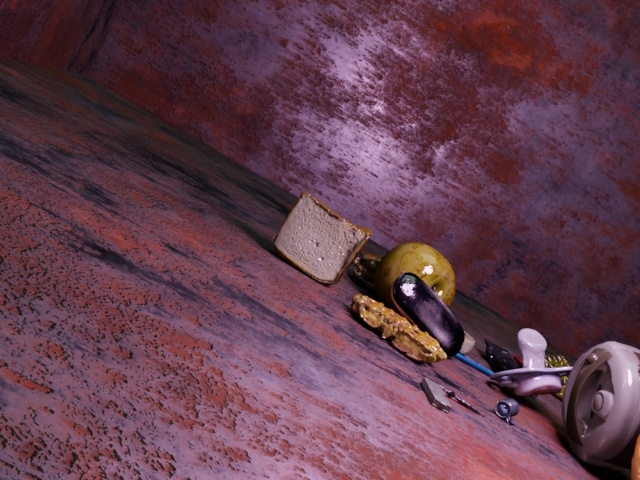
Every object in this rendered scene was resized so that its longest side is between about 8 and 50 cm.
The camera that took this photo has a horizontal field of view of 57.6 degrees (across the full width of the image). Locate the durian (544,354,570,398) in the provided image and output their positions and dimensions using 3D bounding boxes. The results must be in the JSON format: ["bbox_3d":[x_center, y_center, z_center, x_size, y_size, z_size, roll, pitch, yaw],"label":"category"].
[{"bbox_3d":[0.925,0.551,2.333,0.355,0.157,0.170,-34,101,-80],"label":"durian"}]

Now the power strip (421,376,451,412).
[{"bbox_3d":[0.272,0.362,1.378,0.051,0.019,0.136,28,9,-9],"label":"power strip"}]

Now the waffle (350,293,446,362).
[{"bbox_3d":[0.216,0.253,1.664,0.283,0.065,0.309,29,5,-27],"label":"waffle"}]

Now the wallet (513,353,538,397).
[{"bbox_3d":[0.724,0.474,2.052,0.196,0.020,0.103,-31,102,-83],"label":"wallet"}]

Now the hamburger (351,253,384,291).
[{"bbox_3d":[0.194,0.110,2.155,0.184,0.131,0.159,28,5,7],"label":"hamburger"}]

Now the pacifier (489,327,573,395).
[{"bbox_3d":[0.655,0.377,1.819,0.278,0.207,0.227,2,-18,-15],"label":"pacifier"}]

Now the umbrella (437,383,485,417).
[{"bbox_3d":[0.347,0.396,1.445,0.148,0.022,0.022,30,51,-3],"label":"umbrella"}]

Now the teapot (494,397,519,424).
[{"bbox_3d":[0.498,0.456,1.553,0.049,0.064,0.083,-2,-9,35],"label":"teapot"}]

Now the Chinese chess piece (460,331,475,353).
[{"bbox_3d":[0.472,0.338,2.043,0.144,0.058,0.144,29,10,-5],"label":"Chinese chess piece"}]

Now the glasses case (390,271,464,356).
[{"bbox_3d":[0.334,0.231,1.801,0.314,0.122,0.075,47,-29,-13],"label":"glasses case"}]

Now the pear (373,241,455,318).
[{"bbox_3d":[0.318,0.142,1.977,0.283,0.284,0.283,30,9,-5],"label":"pear"}]

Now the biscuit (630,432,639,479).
[{"bbox_3d":[0.857,0.604,1.393,0.309,0.205,0.040,40,-15,-8],"label":"biscuit"}]

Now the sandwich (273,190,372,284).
[{"bbox_3d":[0.000,0.000,1.809,0.251,0.226,0.087,32,7,4],"label":"sandwich"}]

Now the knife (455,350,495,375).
[{"bbox_3d":[0.486,0.392,1.902,0.296,0.026,0.044,29,-3,-7],"label":"knife"}]

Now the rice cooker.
[{"bbox_3d":[0.839,0.461,1.580,0.325,0.335,0.335,17,10,-3],"label":"rice cooker"}]

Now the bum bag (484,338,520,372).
[{"bbox_3d":[0.655,0.438,2.061,0.137,0.074,0.310,40,8,-8],"label":"bum bag"}]
